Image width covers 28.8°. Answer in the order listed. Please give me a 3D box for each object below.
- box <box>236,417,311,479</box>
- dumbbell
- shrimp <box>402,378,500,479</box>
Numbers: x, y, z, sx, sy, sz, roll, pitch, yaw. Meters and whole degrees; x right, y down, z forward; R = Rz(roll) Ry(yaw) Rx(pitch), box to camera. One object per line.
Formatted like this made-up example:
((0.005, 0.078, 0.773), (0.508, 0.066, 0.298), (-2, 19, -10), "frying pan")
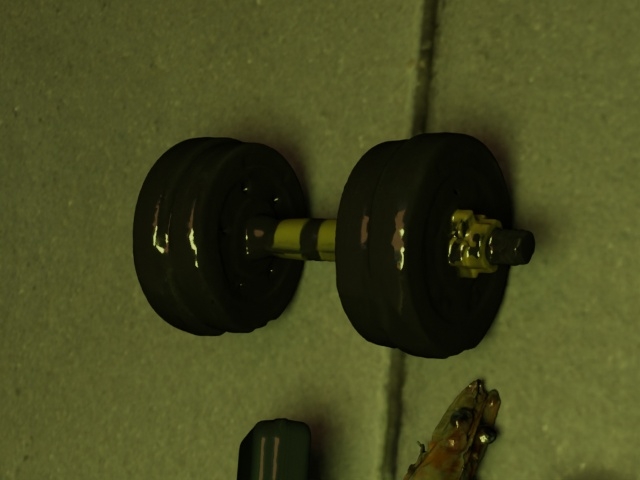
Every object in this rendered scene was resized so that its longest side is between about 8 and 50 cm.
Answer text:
((-0.047, 0.270, 1.036), (0.050, 0.160, 0.230), (6, 74, -8), "box")
((0.000, 0.000, 1.067), (0.388, 0.185, 0.185), (2, 76, 35), "dumbbell")
((0.055, 0.247, 1.010), (0.296, 0.058, 0.169), (-59, 16, -27), "shrimp")
